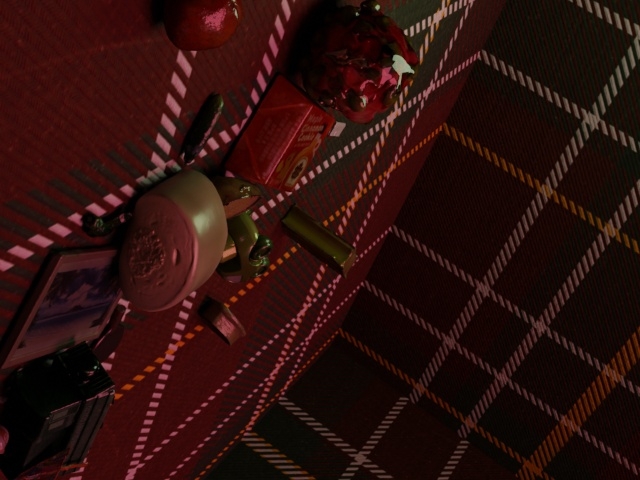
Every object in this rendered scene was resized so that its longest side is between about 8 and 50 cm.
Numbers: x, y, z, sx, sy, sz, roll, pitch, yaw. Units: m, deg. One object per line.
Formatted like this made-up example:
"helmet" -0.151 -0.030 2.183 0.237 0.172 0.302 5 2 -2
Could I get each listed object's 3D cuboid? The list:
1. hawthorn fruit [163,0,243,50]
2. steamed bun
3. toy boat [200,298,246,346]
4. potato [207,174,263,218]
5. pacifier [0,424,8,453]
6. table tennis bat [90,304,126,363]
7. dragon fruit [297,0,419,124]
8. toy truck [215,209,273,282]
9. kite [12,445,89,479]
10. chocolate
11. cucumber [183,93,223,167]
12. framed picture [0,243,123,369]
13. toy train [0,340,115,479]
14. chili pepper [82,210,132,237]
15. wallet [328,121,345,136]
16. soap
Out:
"hawthorn fruit" -0.174 -0.336 1.232 0.128 0.128 0.128 -52 166 -18
"steamed bun" -0.264 0.005 1.593 0.200 0.154 0.250 -39 153 -62
"toy boat" -0.264 0.219 2.264 0.061 0.116 0.188 -46 166 -13
"potato" -0.209 -0.090 1.769 0.164 0.081 0.200 -27 174 6
"pacifier" -0.605 0.359 1.514 0.078 0.082 0.099 -22 -172 -1
"table tennis bat" -0.405 0.231 1.768 0.107 0.119 0.170 -36 158 -57
"dragon fruit" 0.082 -0.383 1.800 0.231 0.237 0.303 -42 -165 31
"toy truck" -0.214 0.018 1.915 0.210 0.148 0.187 -15 152 -36
"kite" -0.522 0.448 1.631 0.159 0.010 0.190 -9 147 -35
"chocolate" -0.081 -0.223 1.857 0.235 0.108 0.237 -59 166 5
"cucumber" -0.219 -0.201 1.563 0.155 0.037 0.037 -60 166 16
"framed picture" -0.442 0.107 1.540 0.232 0.024 0.315 -59 167 12
"toy train" -0.518 0.343 1.618 0.178 0.138 0.330 -17 147 -47
"chili pepper" -0.370 -0.024 1.455 0.055 0.035 0.118 -43 168 21
"wallet" 0.045 -0.306 2.315 0.044 0.011 0.083 -59 167 15
"soap" -0.001 0.001 2.413 0.076 0.233 0.135 -50 165 -10
